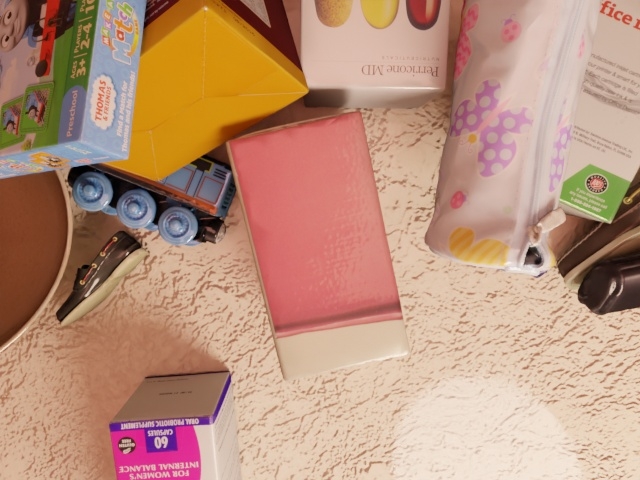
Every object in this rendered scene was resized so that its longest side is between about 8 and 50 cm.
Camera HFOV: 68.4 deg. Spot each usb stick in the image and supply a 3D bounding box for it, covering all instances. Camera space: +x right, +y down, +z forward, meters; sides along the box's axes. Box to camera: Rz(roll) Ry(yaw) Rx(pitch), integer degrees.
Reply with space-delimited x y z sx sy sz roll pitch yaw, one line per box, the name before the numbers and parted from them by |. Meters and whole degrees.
usb stick | 0.420 0.027 0.517 0.277 0.045 0.077 -10 136 -8

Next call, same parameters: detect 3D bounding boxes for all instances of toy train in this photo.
toy train | -0.183 -0.062 0.524 0.184 0.080 0.105 22 88 0

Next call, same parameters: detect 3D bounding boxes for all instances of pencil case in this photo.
pencil case | 0.164 -0.107 0.405 0.113 0.124 0.273 7 96 3

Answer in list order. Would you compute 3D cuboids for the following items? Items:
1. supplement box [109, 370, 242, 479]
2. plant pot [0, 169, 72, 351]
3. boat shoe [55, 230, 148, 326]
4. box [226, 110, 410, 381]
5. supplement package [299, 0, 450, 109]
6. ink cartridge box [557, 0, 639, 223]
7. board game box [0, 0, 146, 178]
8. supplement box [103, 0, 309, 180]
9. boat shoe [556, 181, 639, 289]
supplement box | -0.157 0.282 0.550 0.111 0.114 0.220 -5 99 0
plant pot | -0.400 -0.007 0.454 0.284 0.191 0.284 3 83 -28
boat shoe | -0.262 0.045 0.552 0.042 0.049 0.133 44 93 0
box | 0.000 0.000 0.492 0.126 0.148 0.233 -13 98 1
supplement package | 0.050 -0.262 0.464 0.138 0.134 0.244 1 98 0
ink cartridge box | 0.270 -0.145 0.502 0.153 0.087 0.209 24 98 -2
board game box | -0.216 -0.130 0.348 0.211 0.039 0.160 -2 81 30
supplement box | -0.142 -0.191 0.415 0.191 0.129 0.194 -23 70 25
boat shoe | 0.361 -0.032 0.528 0.227 0.081 0.069 -40 52 16
